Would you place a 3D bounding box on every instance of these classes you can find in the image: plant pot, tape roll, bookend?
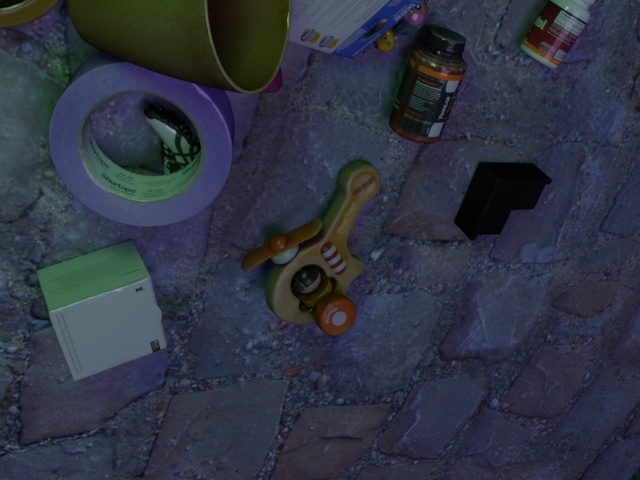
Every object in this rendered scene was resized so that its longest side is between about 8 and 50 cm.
[{"bbox_3d":[-0.203,-0.319,1.178,0.237,0.254,0.237,5,90,-68],"label":"plant pot"},{"bbox_3d":[-0.271,-0.160,1.351,0.274,0.090,0.275,-1,122,-2],"label":"tape roll"},{"bbox_3d":[0.394,-0.085,1.895,0.157,0.072,0.156,-3,127,-30],"label":"bookend"}]

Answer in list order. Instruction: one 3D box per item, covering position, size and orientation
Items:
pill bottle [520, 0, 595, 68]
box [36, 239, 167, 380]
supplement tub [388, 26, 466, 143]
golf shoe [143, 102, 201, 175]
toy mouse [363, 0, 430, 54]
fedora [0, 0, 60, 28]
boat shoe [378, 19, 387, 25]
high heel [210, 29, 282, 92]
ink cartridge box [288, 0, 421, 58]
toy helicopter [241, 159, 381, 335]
[{"bbox_3d":[0.454,-0.410,1.660,0.086,0.086,0.152,14,116,-38],"label":"pill bottle"},{"bbox_3d":[-0.387,0.124,1.561,0.181,0.119,0.181,-19,132,-17],"label":"box"},{"bbox_3d":[0.200,-0.283,1.595,0.106,0.106,0.198,-2,126,-30],"label":"supplement tub"},{"bbox_3d":[-0.238,-0.146,1.463,0.094,0.077,0.198,-42,134,5],"label":"golf shoe"},{"bbox_3d":[0.155,-0.374,1.496,0.143,0.161,0.031,-40,93,-14],"label":"toy mouse"},{"bbox_3d":[-0.426,-0.380,1.159,0.194,0.079,0.194,-16,133,-18],"label":"fedora"},{"bbox_3d":[0.161,-0.477,1.421,0.277,0.098,0.096,-45,135,10],"label":"boat shoe"},{"bbox_3d":[-0.121,-0.263,1.379,0.082,0.117,0.244,-14,156,15],"label":"high heel"},{"bbox_3d":[-0.019,-0.383,1.358,0.311,0.065,0.185,11,152,-34],"label":"ink cartridge box"},{"bbox_3d":[0.000,0.000,1.716,0.235,0.140,0.355,21,102,-31],"label":"toy helicopter"}]
